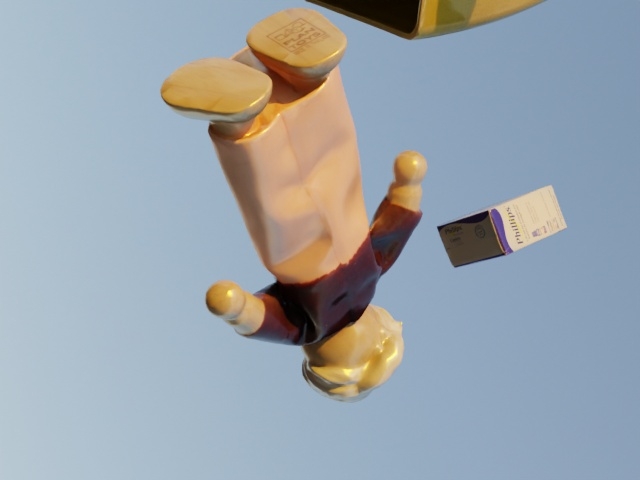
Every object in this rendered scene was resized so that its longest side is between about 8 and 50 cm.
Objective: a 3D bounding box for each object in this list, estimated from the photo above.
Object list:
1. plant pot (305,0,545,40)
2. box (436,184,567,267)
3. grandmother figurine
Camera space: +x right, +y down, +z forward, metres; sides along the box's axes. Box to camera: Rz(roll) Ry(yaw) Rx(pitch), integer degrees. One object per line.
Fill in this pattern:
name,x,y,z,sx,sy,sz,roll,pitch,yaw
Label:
plant pot,0.119,-0.310,0.870,0.212,0.187,0.212,38,-53,52
box,0.270,-0.020,1.405,0.126,0.137,0.072,-20,-90,58
grandmother figurine,0.000,0.000,0.711,0.104,0.208,0.342,47,-21,43
